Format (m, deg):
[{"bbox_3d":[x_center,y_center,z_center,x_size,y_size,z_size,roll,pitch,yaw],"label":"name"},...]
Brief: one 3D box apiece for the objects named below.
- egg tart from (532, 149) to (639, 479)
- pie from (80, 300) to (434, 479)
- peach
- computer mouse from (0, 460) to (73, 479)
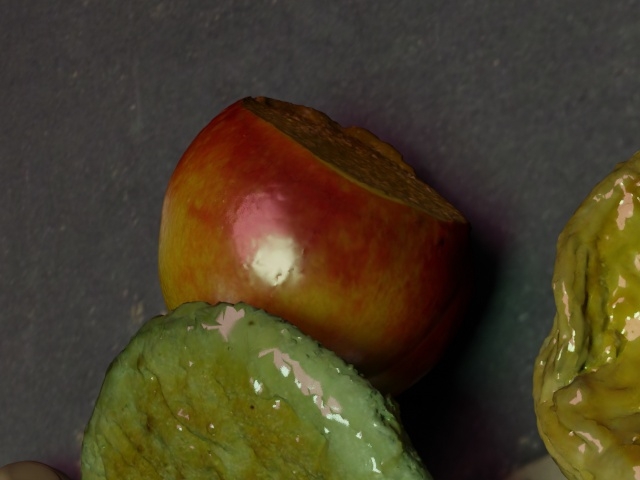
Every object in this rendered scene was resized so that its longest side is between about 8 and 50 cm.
[{"bbox_3d":[0.212,0.042,0.896,0.241,0.106,0.241,-20,54,30],"label":"egg tart"},{"bbox_3d":[-0.026,0.161,0.986,0.277,0.078,0.277,14,112,39],"label":"pie"},{"bbox_3d":[0.000,0.000,1.061,0.190,0.190,0.192,-5,58,41],"label":"peach"},{"bbox_3d":[-0.176,0.233,1.148,0.145,0.082,0.236,-61,26,9],"label":"computer mouse"}]
